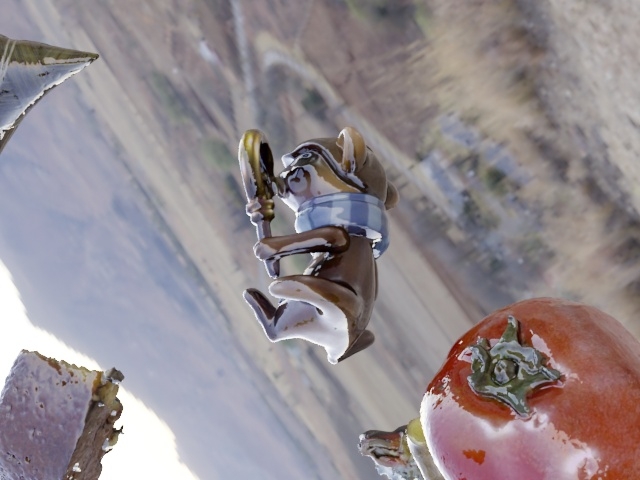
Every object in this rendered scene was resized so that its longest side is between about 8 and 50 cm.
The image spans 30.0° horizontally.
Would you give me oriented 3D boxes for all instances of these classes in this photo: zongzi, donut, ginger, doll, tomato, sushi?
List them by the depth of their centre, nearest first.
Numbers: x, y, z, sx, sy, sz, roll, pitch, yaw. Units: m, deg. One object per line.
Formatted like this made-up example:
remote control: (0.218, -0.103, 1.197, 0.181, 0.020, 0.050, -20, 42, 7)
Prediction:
donut: (-0.278, 0.202, 1.238, 0.126, 0.144, 0.187, 24, 152, 14)
tomato: (0.294, 0.227, 1.466, 0.290, 0.293, 0.325, 48, -178, -33)
ginger: (0.212, 0.382, 1.714, 0.299, 0.065, 0.118, 59, 160, 1)
doll: (-0.004, 0.001, 1.838, 0.209, 0.340, 0.318, -4, 160, 33)
zongzi: (-0.470, -0.204, 1.889, 0.111, 0.241, 0.248, -74, -7, -55)
sushi: (0.181, 0.389, 2.157, 0.097, 0.226, 0.103, -98, 4, -61)
